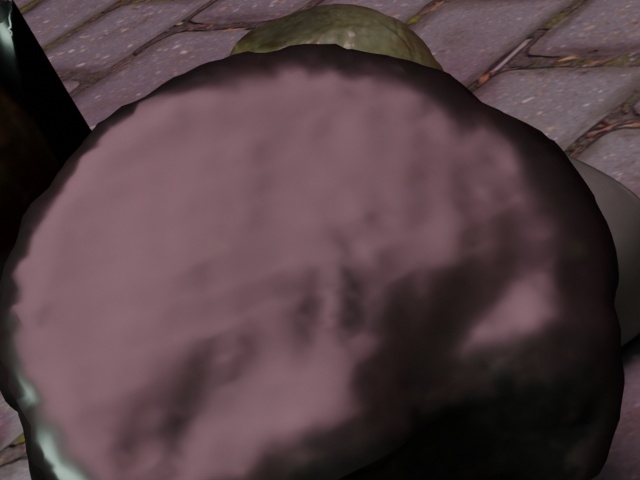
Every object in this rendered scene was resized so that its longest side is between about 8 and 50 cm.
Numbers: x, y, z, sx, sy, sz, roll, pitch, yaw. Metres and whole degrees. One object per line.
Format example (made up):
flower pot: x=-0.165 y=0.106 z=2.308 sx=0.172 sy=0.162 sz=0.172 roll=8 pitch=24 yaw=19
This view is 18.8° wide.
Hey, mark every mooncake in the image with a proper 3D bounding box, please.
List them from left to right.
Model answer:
mooncake: x=-0.009 y=0.051 z=1.223 sx=0.381 sy=0.212 sz=0.350 roll=-6 pitch=65 yaw=-4

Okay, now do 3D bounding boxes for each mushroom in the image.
mushroom: x=-0.016 y=-0.129 z=1.876 sx=0.267 sy=0.164 sz=0.189 roll=-12 pitch=23 yaw=20

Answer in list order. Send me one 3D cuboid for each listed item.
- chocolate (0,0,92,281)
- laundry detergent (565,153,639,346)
chocolate: x=-0.441 y=-0.035 z=1.797 sx=0.384 sy=0.383 sz=0.331 roll=-2 pitch=35 yaw=38
laundry detergent: x=0.037 y=0.072 z=1.430 sx=0.398 sy=0.124 sz=0.264 roll=-31 pitch=34 yaw=-19
